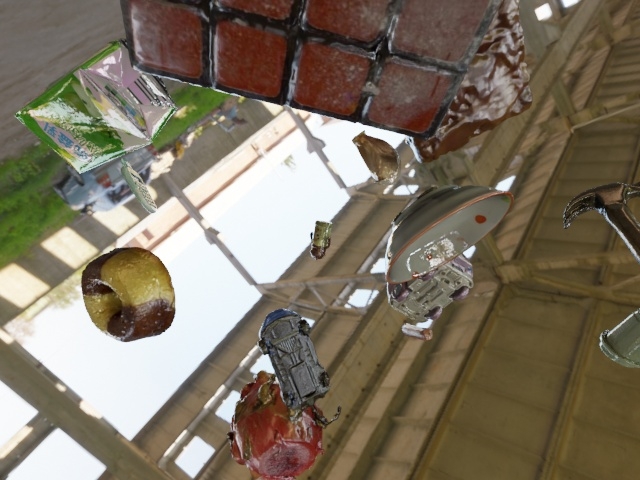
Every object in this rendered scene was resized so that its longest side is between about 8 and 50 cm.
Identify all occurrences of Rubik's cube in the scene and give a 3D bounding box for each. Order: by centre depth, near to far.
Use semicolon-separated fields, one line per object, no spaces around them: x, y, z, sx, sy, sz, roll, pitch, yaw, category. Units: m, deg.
0.012;-0.362;0.422;0.344;0.344;0.337;112;-11;-50;Rubik's cube

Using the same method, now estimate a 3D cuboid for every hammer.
0.518;0.035;0.643;0.168;0.044;0.439;-15;-148;18;hammer

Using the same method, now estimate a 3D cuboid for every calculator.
-0.443;-0.132;1.021;0.021;0.153;0.095;-33;176;-5;calculator

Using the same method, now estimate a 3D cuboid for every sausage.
0.255;0.243;1.119;0.035;0.030;0.147;-31;-179;-12;sausage

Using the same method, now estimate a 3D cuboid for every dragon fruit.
-0.120;0.489;1.168;0.269;0.250;0.291;-65;-157;18;dragon fruit

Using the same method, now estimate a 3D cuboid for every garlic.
0.162;-0.209;1.166;0.090;0.129;0.198;-42;-133;38;garlic

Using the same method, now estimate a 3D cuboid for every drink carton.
-0.410;-0.236;0.783;0.271;0.161;0.108;-8;-135;34;drink carton

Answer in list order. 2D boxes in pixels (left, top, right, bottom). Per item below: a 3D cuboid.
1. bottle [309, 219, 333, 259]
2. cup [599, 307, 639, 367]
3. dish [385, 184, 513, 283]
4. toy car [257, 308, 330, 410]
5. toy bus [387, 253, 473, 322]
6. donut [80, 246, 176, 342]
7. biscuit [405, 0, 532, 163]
0.000;0.000;1.083;0.063;0.047;0.101;-154;-105;-67;bottle
0.822;0.250;1.104;0.120;0.120;0.141;-72;179;-59;cup
0.209;-0.028;0.764;0.260;0.085;0.260;-24;155;-12;dish
-0.055;0.229;0.824;0.103;0.216;0.063;-24;-164;-15;toy car
0.276;0.102;1.086;0.202;0.142;0.142;-49;-160;33;toy bus
-0.324;0.092;0.697;0.184;0.166;0.073;14;-160;31;donut
0.316;-0.430;1.039;0.343;0.395;0.166;-30;-141;2;biscuit
